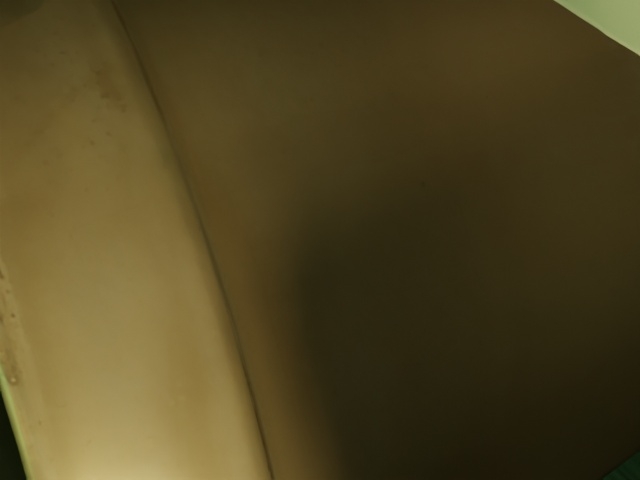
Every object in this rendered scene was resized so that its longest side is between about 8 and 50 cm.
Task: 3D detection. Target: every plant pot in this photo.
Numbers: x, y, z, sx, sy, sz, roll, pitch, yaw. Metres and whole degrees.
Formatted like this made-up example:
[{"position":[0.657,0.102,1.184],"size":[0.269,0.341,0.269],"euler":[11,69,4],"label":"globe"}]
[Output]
[{"position":[0.000,0.000,0.621],"size":[0.323,0.280,0.323],"euler":[163,90,-73],"label":"plant pot"}]

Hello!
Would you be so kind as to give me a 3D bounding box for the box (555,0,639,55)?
[{"position":[0.114,-0.137,0.395],"size":[0.182,0.119,0.181],"euler":[-133,30,-54],"label":"box"}]
